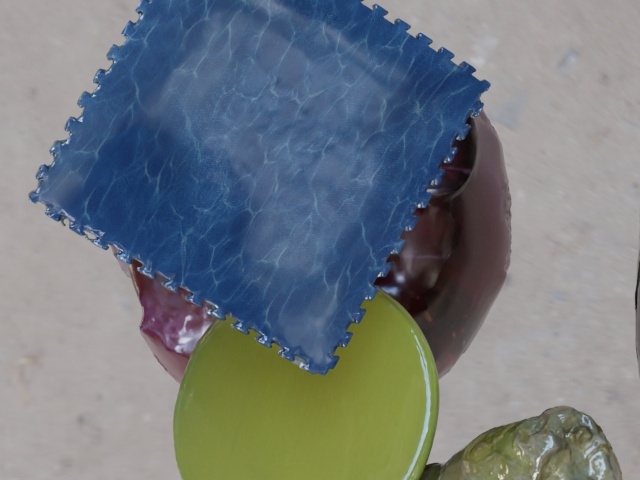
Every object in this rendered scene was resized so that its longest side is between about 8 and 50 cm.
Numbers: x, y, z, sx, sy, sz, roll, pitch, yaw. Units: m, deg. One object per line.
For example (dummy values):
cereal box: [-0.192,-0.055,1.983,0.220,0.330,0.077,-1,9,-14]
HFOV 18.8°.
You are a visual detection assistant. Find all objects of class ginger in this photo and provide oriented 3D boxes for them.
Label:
ginger: [0.131,0.209,1.497,0.263,0.116,0.109,-32,65,43]

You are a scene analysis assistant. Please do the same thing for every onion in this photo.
onion: [0.000,0.000,1.886,0.398,0.420,0.398,-1,76,5]

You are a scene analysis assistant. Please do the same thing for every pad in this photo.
pad: [-0.041,-0.075,1.429,0.269,0.012,0.269,30,84,-12]

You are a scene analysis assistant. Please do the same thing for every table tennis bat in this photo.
table tennis bat: [-0.030,0.200,1.527,0.224,0.054,0.368,10,76,25]

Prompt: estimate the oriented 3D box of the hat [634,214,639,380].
hat: [0.173,0.067,0.646,0.257,0.366,0.381,50,140,14]
